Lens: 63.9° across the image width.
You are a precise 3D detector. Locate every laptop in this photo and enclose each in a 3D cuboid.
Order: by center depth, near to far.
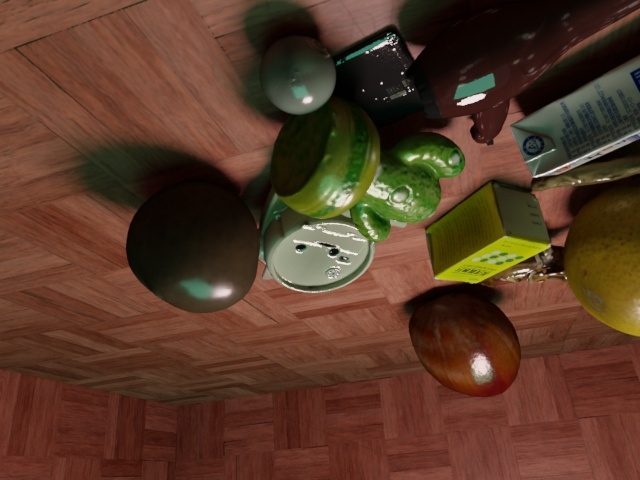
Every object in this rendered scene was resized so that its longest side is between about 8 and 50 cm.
[{"bbox_3d":[0.091,-0.236,0.788,0.129,0.016,0.180,-19,150,26],"label":"laptop"}]

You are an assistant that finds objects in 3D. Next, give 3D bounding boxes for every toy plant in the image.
[{"bbox_3d":[0.088,-0.100,0.845,0.316,0.184,0.224,14,121,-34],"label":"toy plant"}]

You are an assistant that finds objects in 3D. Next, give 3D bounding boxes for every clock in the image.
[{"bbox_3d":[0.000,0.000,1.059,0.265,0.108,0.324,10,133,-25],"label":"clock"}]

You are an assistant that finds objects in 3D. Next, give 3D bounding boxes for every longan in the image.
[{"bbox_3d":[-0.237,0.013,0.968,0.258,0.258,0.258,-4,154,-2],"label":"longan"}]

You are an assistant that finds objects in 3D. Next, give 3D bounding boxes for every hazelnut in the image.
[{"bbox_3d":[0.477,0.333,1.696,0.366,0.366,0.366,-4,154,-2],"label":"hazelnut"}]

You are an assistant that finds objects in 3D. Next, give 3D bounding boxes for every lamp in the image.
[{"bbox_3d":[-0.029,-0.223,0.694,0.105,0.105,0.105,-4,154,-2],"label":"lamp"}]

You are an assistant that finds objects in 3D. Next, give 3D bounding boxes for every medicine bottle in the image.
[{"bbox_3d":[0.372,-0.007,1.169,0.137,0.141,0.250,6,152,-26],"label":"medicine bottle"}]

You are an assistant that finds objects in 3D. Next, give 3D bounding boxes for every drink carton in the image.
[{"bbox_3d":[0.465,-0.206,0.778,0.315,0.106,0.130,-26,170,38],"label":"drink carton"}]

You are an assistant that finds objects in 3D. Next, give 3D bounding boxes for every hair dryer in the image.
[{"bbox_3d":[0.298,-0.235,0.766,0.312,0.123,0.340,-23,162,12],"label":"hair dryer"}]

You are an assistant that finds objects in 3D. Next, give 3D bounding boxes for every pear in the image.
[{"bbox_3d":[0.650,0.072,1.104,0.191,0.340,0.386,-30,149,-7],"label":"pear"}]

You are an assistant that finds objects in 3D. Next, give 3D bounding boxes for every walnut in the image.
[{"bbox_3d":[0.502,0.047,1.307,0.238,0.141,0.204,7,164,-33],"label":"walnut"}]

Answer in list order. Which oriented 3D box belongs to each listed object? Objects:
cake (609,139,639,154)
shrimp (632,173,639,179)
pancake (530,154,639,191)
[{"bbox_3d":[0.586,-0.185,0.938,0.140,0.051,0.055,1,152,-17],"label":"cake"},{"bbox_3d":[0.656,-0.164,1.029,0.083,0.023,0.114,8,146,-19],"label":"shrimp"},{"bbox_3d":[0.521,-0.133,0.965,0.242,0.050,0.242,-8,-178,0],"label":"pancake"}]
